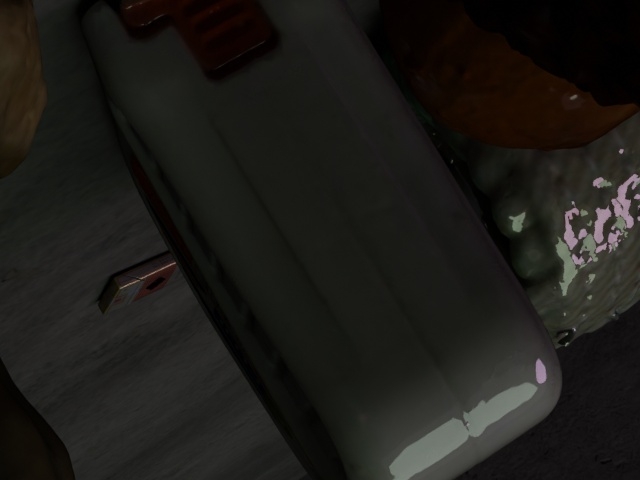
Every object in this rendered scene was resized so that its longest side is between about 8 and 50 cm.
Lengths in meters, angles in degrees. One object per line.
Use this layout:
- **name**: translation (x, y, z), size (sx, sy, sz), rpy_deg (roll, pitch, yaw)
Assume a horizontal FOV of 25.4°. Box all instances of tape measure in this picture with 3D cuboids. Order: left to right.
- **tape measure**: translation (0.000, 0.000, 0.702), size (0.130, 0.258, 0.265), rpy_deg (-32, 174, -9)

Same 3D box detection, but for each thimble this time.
- **thimble**: translation (0.133, -0.048, 0.891), size (0.150, 0.219, 0.219), rpy_deg (-31, 167, -15)

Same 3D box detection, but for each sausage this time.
- **sausage**: translation (0.135, -0.148, 0.680), size (0.141, 0.153, 0.268), rpy_deg (12, 140, -32)

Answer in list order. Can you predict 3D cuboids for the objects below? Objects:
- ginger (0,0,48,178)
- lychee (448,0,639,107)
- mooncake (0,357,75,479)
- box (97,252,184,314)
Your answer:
- **ginger**: translation (-0.161, -0.051, 0.394), size (0.219, 0.123, 0.270), rpy_deg (-13, 156, -50)
- **lychee**: translation (0.099, -0.161, 0.350), size (0.260, 0.260, 0.260), rpy_deg (-31, 167, -8)
- **mooncake**: translation (-0.280, 0.149, 0.753), size (0.290, 0.161, 0.290), rpy_deg (-30, 166, -8)
- **box**: translation (-0.117, 0.025, 1.015), size (0.083, 0.012, 0.046), rpy_deg (-26, 166, -33)
